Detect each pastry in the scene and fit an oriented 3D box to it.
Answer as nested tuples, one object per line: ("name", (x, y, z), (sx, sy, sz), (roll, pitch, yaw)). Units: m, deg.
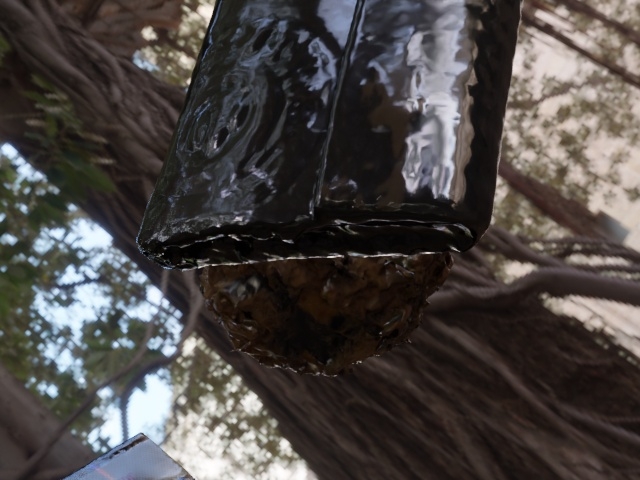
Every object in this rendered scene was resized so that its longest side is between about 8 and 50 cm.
("pastry", (0.000, 0.000, 0.942), (0.275, 0.275, 0.193), (-49, -28, -9))

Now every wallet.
("wallet", (0.018, -0.135, 0.461), (0.044, 0.170, 0.321), (45, -131, -47))

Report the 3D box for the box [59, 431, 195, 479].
("box", (-0.257, 0.358, 0.956), (0.198, 0.084, 0.310), (-24, -36, -58))
